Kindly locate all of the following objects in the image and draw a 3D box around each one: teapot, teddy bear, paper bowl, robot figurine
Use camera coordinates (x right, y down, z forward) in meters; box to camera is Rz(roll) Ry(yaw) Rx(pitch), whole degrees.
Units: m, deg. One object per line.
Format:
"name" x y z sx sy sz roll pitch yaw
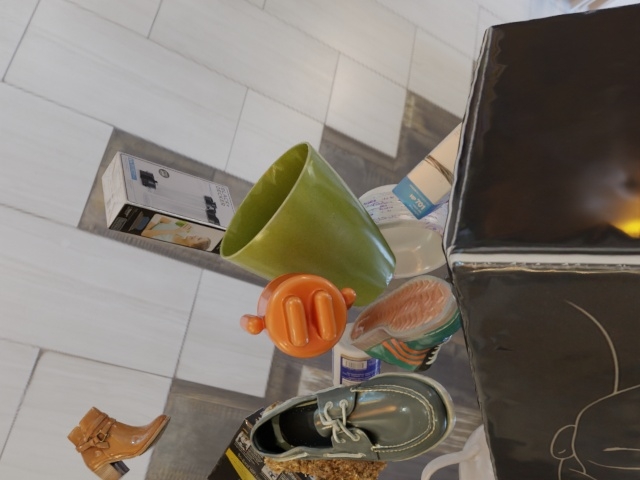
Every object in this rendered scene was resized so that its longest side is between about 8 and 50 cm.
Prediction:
"teapot" 0.362 0.493 1.085 0.256 0.187 0.253 40 20 32
"teddy bear" 0.001 0.431 1.175 0.245 0.338 0.113 -8 107 -47
"paper bowl" 0.183 -0.029 1.363 0.285 0.284 0.148 16 57 -26
"robot figurine" -0.031 0.114 0.882 0.128 0.219 0.158 42 80 -9

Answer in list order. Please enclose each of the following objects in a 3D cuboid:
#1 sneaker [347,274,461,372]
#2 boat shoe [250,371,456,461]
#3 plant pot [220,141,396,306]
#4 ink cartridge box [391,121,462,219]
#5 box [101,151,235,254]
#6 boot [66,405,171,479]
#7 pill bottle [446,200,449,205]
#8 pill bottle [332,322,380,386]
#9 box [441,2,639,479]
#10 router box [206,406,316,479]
"sneaker" 0.157 0.140 0.877 0.121 0.302 0.108 31 67 -10
"boat shoe" 0.030 0.253 0.755 0.099 0.320 0.116 -4 77 -48
"plant pot" 0.000 0.000 1.116 0.294 0.275 0.274 36 62 -21
"ink cartridge box" 0.243 -0.137 1.048 0.082 0.191 0.140 51 28 9
"box" -0.337 -0.080 1.278 0.290 0.087 0.169 18 38 -40
"boot" -0.436 0.411 1.203 0.152 0.073 0.197 44 81 8
"pill bottle" 0.444 -0.121 1.812 0.194 0.108 0.108 -19 86 -10
"pill bottle" 0.083 0.295 1.289 0.112 0.112 0.186 -21 127 -32
"box" 0.385 0.071 0.453 0.471 0.481 0.297 68 32 -41
"router box" -0.111 0.606 1.362 0.309 0.242 0.081 41 26 20
